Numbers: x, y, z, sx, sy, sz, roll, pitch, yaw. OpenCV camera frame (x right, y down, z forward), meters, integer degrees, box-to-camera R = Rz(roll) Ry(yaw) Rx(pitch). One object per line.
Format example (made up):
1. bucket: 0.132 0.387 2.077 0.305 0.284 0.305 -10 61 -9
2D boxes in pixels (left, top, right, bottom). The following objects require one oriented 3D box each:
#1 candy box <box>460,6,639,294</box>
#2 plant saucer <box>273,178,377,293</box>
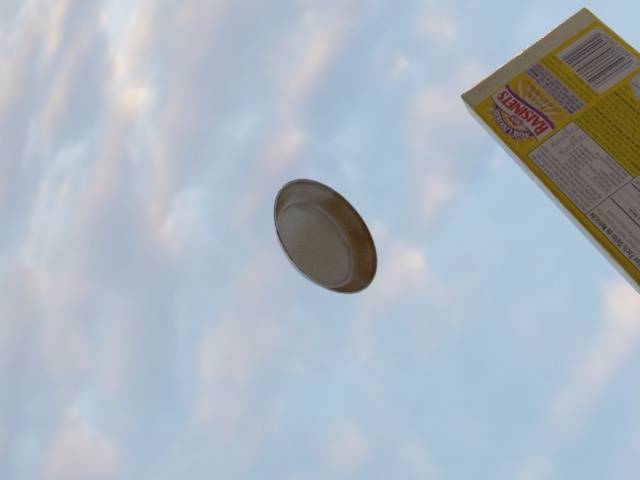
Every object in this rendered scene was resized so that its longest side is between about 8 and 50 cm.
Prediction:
1. candy box: 0.183 -0.060 0.699 0.105 0.027 0.206 -37 -132 3
2. plant saucer: 0.000 0.000 0.710 0.015 0.083 0.083 -38 -134 38
